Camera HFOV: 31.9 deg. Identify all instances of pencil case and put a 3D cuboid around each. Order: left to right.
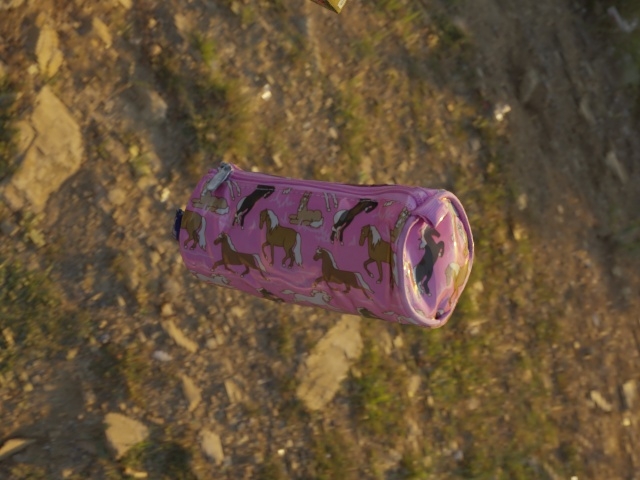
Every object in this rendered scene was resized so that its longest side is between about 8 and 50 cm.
[{"bbox_3d":[0.000,0.000,1.364,0.167,0.386,0.160,37,69,-48],"label":"pencil case"}]

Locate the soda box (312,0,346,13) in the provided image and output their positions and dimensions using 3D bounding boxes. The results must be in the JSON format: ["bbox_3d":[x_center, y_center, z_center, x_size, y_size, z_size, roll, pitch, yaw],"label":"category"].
[{"bbox_3d":[0.027,-0.289,0.938,0.181,0.061,0.058,-60,158,1],"label":"soda box"}]
